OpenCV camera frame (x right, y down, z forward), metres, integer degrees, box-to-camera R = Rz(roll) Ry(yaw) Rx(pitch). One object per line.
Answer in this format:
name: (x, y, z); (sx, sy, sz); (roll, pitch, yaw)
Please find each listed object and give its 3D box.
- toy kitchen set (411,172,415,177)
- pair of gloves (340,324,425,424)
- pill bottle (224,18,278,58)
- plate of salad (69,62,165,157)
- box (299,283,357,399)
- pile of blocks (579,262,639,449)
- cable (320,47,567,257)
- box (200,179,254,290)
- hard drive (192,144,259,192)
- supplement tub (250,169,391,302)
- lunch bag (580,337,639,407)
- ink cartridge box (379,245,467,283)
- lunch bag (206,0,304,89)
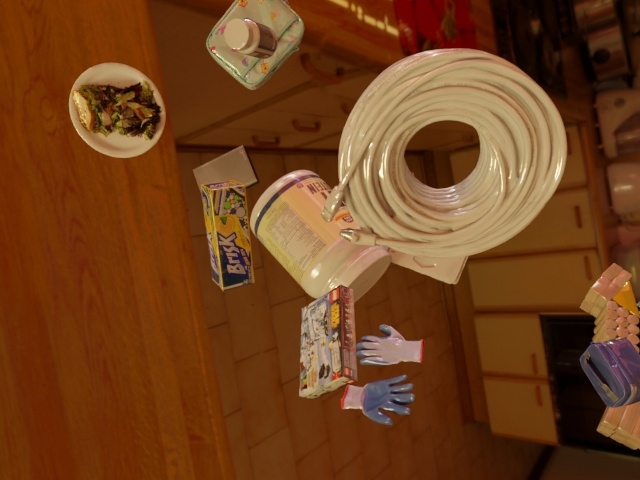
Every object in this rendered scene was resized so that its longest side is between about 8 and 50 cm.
toy kitchen set: (0.286, -0.170, 1.442); (0.075, 0.068, 0.083); (-29, 103, -39)
pair of gloves: (0.121, 0.253, 0.899); (0.023, 0.159, 0.198); (46, 49, -37)
pill bottle: (-0.165, -0.482, 1.107); (0.137, 0.078, 0.078); (-32, 109, -64)
plate of salad: (-0.440, -0.278, 1.000); (0.048, 0.199, 0.200); (-115, 180, -71)
box: (0.009, 0.142, 0.650); (0.027, 0.094, 0.137); (25, 47, -29)
pile of blocks: (0.593, 0.227, 0.888); (0.113, 0.148, 0.362); (72, 27, -54)
cable: (0.150, -0.097, 0.565); (0.089, 0.257, 0.257); (-75, -178, -62)
box: (-0.150, -0.008, 0.750); (0.059, 0.054, 0.169); (-13, 111, -28)
hard drive: (-0.216, -0.148, 1.063); (0.022, 0.135, 0.094); (27, 40, -76)
supplement tub: (0.000, 0.000, 1.198); (0.325, 0.235, 0.235); (45, 36, 20)
lunch bag: (0.445, 0.197, 0.704); (0.067, 0.065, 0.098); (89, -11, -46)
ink cartridge box: (0.291, 0.008, 1.415); (0.223, 0.307, 0.129); (20, 97, -5)
lunch bag: (-0.190, -0.621, 1.422); (0.224, 0.108, 0.279); (42, 94, -5)
